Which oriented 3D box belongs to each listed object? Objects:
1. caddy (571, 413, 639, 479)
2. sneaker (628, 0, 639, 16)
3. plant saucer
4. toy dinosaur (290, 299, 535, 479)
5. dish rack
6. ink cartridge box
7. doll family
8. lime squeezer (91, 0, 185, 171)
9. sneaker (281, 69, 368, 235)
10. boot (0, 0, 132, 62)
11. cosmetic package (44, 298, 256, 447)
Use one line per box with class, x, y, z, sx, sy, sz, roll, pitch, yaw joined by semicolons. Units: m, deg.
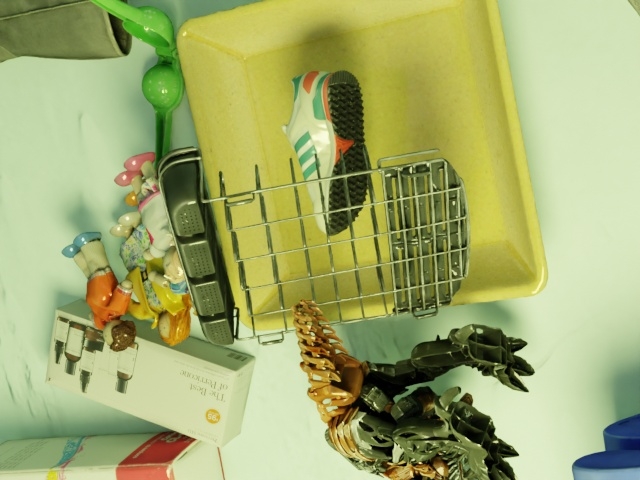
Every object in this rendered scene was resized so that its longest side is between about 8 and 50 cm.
caddy;0.387;0.240;0.888;0.341;0.241;0.179;-17;87;31
sneaker;0.346;-0.124;0.908;0.115;0.105;0.281;-37;87;23
plant saucer;0.045;-0.093;1.042;0.333;0.081;0.332;-9;97;21
toy dinosaur;0.078;0.175;0.992;0.218;0.322;0.164;-16;61;34
dish rack;0.000;0.000;0.943;0.272;0.074;0.208;-9;133;-1
ink cartridge box;-0.264;0.353;1.218;0.306;0.131;0.226;-6;99;22
doll family;-0.166;0.024;1.106;0.263;0.118;0.163;-44;68;47
lime squeezer;-0.188;-0.178;1.104;0.059;0.110;0.310;4;133;22
sneaker;0.001;-0.087;0.996;0.075;0.057;0.161;16;115;43
boot;-0.323;-0.284;1.146;0.209;0.076;0.189;-4;113;28
cosmetic package;-0.201;0.153;1.193;0.239;0.060;0.098;16;106;17
